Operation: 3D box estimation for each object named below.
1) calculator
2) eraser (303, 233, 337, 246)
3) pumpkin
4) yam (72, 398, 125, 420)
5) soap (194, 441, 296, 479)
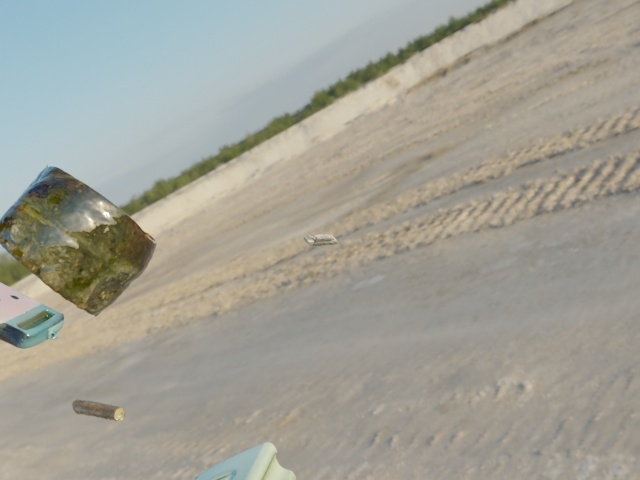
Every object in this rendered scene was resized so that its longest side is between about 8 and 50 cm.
[{"bbox_3d":[-0.736,0.165,1.842,0.173,0.293,0.051,-40,-27,-70],"label":"calculator"},{"bbox_3d":[0.000,0.000,1.814,0.099,0.027,0.019,-5,-49,-44],"label":"eraser"},{"bbox_3d":[-0.347,-0.002,1.119,0.139,0.190,0.280,-53,19,-8],"label":"pumpkin"},{"bbox_3d":[-0.437,0.331,1.552,0.145,0.032,0.032,-2,24,39],"label":"yam"},{"bbox_3d":[-0.109,0.312,0.857,0.119,0.066,0.198,-28,10,19],"label":"soap"}]
